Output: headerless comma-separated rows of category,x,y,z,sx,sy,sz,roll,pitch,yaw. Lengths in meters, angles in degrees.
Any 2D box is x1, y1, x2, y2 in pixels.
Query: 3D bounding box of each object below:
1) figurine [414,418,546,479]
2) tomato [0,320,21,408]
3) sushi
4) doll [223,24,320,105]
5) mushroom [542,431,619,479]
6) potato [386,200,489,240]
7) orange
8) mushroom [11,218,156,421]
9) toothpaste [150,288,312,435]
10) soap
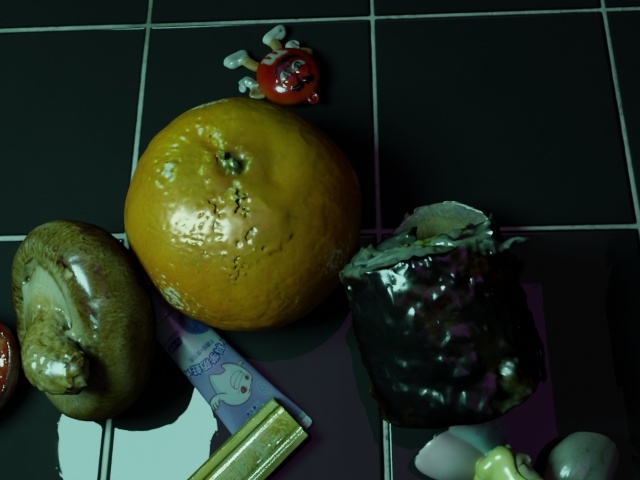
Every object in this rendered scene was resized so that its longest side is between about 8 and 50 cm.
figurine,0.275,0.403,0.996,0.206,0.284,0.316,-40,50,-3
tomato,-0.643,0.233,1.250,0.227,0.101,0.228,-2,77,8
sushi,0.192,0.127,1.068,0.281,0.299,0.294,-14,93,7
doll,-0.087,-0.352,1.433,0.183,0.085,0.217,-34,63,-10
mushroom,0.408,0.421,1.124,0.116,0.093,0.225,37,70,-7
potato,0.204,0.014,1.279,0.243,0.098,0.138,-20,64,7
orange,-0.137,-0.055,1.196,0.423,0.326,0.424,-3,65,6
mushroom,-0.406,0.139,1.167,0.345,0.239,0.345,-18,64,41
toothpaste,-0.184,0.235,1.242,0.125,0.080,0.371,-43,83,-11
soap,-0.140,0.388,1.178,0.252,0.037,0.092,-43,89,-8
